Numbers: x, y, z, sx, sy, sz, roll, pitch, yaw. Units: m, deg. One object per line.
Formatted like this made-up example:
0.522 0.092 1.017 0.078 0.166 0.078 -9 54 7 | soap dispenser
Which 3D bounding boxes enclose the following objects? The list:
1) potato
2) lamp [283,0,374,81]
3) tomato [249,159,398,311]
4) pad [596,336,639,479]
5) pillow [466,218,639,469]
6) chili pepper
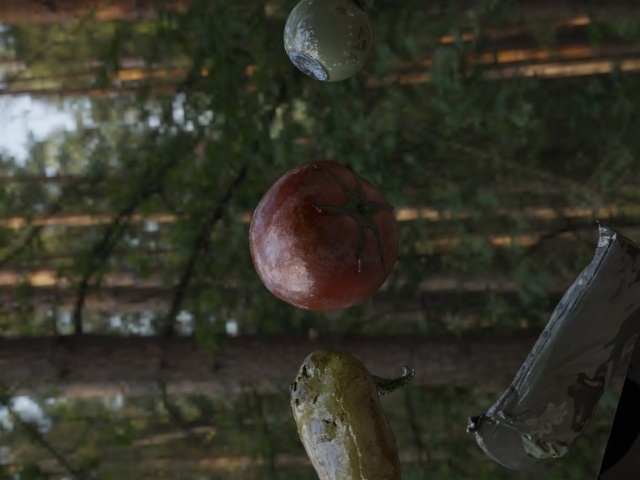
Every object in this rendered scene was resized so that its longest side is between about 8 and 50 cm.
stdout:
0.024 0.190 1.325 0.107 0.080 0.171 -43 67 59 | potato
0.032 -0.238 1.339 0.163 0.091 0.091 -55 -19 -16 | lamp
0.000 0.000 2.313 0.265 0.264 0.265 -5 -90 -85 | tomato
0.423 0.269 1.658 0.005 0.202 0.300 8 80 55 | pad
0.245 0.109 1.252 0.169 0.059 0.255 30 -87 -49 | pillow
0.047 0.204 1.970 0.076 0.085 0.359 44 -169 18 | chili pepper
